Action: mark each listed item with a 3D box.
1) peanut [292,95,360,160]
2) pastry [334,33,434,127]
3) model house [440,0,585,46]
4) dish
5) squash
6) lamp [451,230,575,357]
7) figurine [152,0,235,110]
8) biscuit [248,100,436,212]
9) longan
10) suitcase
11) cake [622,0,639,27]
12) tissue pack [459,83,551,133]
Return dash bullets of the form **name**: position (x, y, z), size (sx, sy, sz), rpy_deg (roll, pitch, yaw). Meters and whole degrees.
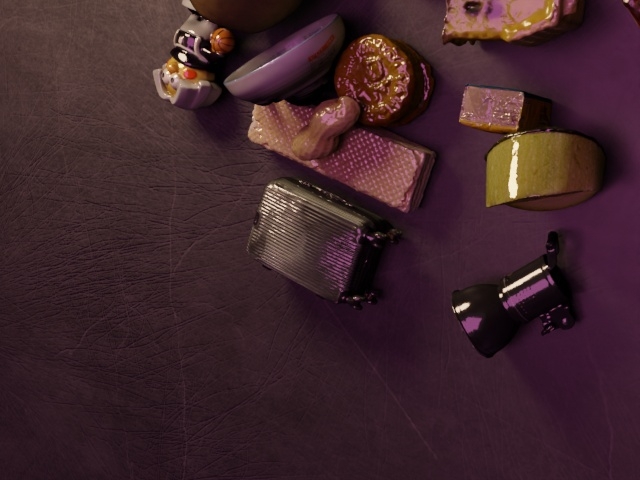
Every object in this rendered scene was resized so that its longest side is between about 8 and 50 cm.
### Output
- **peanut**: position (0.011, -0.224, 1.875), size (0.082, 0.082, 0.187), rpy_deg (53, 132, 14)
- **pastry**: position (0.124, -0.315, 1.877), size (0.188, 0.103, 0.189), rpy_deg (6, 101, 31)
- **model house**: position (0.353, -0.414, 1.671), size (0.234, 0.193, 0.175), rpy_deg (18, 106, 26)
- **dish**: position (-0.050, -0.336, 1.912), size (0.273, 0.273, 0.134), rpy_deg (-19, 110, 33)
- **squash**: position (0.401, -0.098, 1.669), size (0.220, 0.220, 0.133), rpy_deg (-13, 64, 33)
- **lamp**: position (0.385, 0.114, 1.775), size (0.227, 0.147, 0.172), rpy_deg (-31, 94, 24)
- **figurine**: position (-0.272, -0.405, 2.090), size (0.176, 0.133, 0.236), rpy_deg (35, 111, 40)
- **biscuit**: position (0.033, -0.198, 1.967), size (0.426, 0.078, 0.144), rpy_deg (28, 112, 26)
- **longan**: position (-0.152, -0.571, 1.911), size (0.297, 0.297, 0.297), rpy_deg (5, 100, 31)
- **suitcase**: position (0.000, 0.000, 1.988), size (0.312, 0.128, 0.202), rpy_deg (28, 111, 26)
- **cake**: position (0.587, -0.415, 1.466), size (0.198, 0.293, 0.196), rpy_deg (-30, 79, 36)
- **tissue pack**: position (0.340, -0.234, 1.718), size (0.120, 0.169, 0.082), rpy_deg (13, 99, 29)
